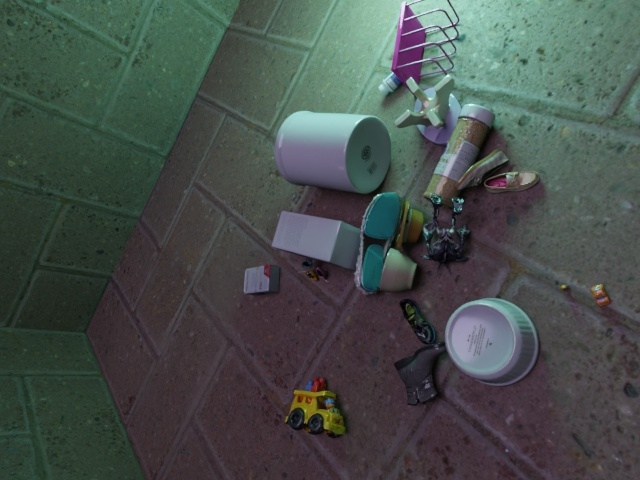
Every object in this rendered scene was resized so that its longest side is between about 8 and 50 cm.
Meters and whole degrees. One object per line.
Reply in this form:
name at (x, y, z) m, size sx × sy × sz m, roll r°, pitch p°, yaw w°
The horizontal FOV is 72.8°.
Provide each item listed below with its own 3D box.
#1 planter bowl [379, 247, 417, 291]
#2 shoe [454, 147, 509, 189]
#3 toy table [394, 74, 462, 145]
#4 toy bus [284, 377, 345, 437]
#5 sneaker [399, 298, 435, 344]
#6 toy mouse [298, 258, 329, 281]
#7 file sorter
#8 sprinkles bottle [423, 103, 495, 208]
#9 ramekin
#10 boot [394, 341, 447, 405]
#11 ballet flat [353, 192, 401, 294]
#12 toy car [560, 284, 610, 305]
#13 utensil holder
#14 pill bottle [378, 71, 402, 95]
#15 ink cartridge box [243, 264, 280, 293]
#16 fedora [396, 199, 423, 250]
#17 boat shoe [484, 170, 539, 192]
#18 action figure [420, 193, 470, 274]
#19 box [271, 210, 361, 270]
planter bowl at (0.290, 0.119, 1.582) m, size 0.109 × 0.162 × 0.162 m, roll 15°, pitch 87°, yaw 16°
shoe at (0.544, -0.232, 1.462) m, size 0.219 × 0.076 × 0.058 m, roll -37°, pitch 74°, yaw -11°
toy table at (0.417, -0.495, 1.641) m, size 0.252 × 0.160 × 0.274 m, roll -48°, pitch 52°, yaw 20°
toy bus at (-0.005, 0.644, 1.692) m, size 0.220 × 0.149 × 0.212 m, roll -8°, pitch 56°, yaw 38°
sneaker at (0.333, 0.285, 1.529) m, size 0.067 × 0.078 × 0.188 m, roll -44°, pitch 53°, yaw 23°
toy mouse at (-0.026, 0.120, 1.881) m, size 0.160 × 0.143 × 0.031 m, roll 26°, pitch 53°, yaw 21°
file sorter at (0.420, -0.763, 1.695) m, size 0.182 × 0.202 × 0.291 m, roll 3°, pitch 79°, yaw 39°
sprinkles bottle at (0.490, -0.295, 1.540) m, size 0.121 × 0.121 × 0.356 m, roll 27°, pitch 96°, yaw 43°
ramekin at (0.511, 0.306, 1.333) m, size 0.272 × 0.127 × 0.273 m, roll -13°, pitch 69°, yaw 38°
boot at (0.361, 0.447, 1.450) m, size 0.246 × 0.083 × 0.161 m, roll -47°, pitch 53°, yaw 42°
ballet flat at (0.205, 0.007, 1.698) m, size 0.146 × 0.147 × 0.409 m, roll 12°, pitch 85°, yaw 43°
toy car at (0.746, 0.154, 1.230) m, size 0.122 × 0.040 × 0.060 m, roll -7°, pitch 72°, yaw 40°
utensil holder at (0.053, -0.372, 1.815) m, size 0.385 × 0.327 × 0.328 m, roll 15°, pitch 87°, yaw 42°
pill bottle at (0.309, -0.679, 1.855) m, size 0.120 × 0.067 × 0.067 m, roll -39°, pitch 55°, yaw 26°
ink cartridge box at (-0.285, 0.194, 2.108) m, size 0.175 × 0.072 × 0.128 m, roll -11°, pitch 70°, yaw 39°
fedora at (0.334, -0.053, 1.609) m, size 0.079 × 0.194 × 0.195 m, roll 11°, pitch 83°, yaw 5°
boat shoe at (0.625, -0.195, 1.431) m, size 0.170 × 0.059 × 0.063 m, roll -13°, pitch 69°, yaw 39°
action figure at (0.433, -0.023, 1.497) m, size 0.163 × 0.141 × 0.276 m, roll 5°, pitch 120°, yaw 16°
box at (0.000, 0.000, 1.818) m, size 0.345 × 0.215 × 0.169 m, roll 13°, pitch 86°, yaw 43°
